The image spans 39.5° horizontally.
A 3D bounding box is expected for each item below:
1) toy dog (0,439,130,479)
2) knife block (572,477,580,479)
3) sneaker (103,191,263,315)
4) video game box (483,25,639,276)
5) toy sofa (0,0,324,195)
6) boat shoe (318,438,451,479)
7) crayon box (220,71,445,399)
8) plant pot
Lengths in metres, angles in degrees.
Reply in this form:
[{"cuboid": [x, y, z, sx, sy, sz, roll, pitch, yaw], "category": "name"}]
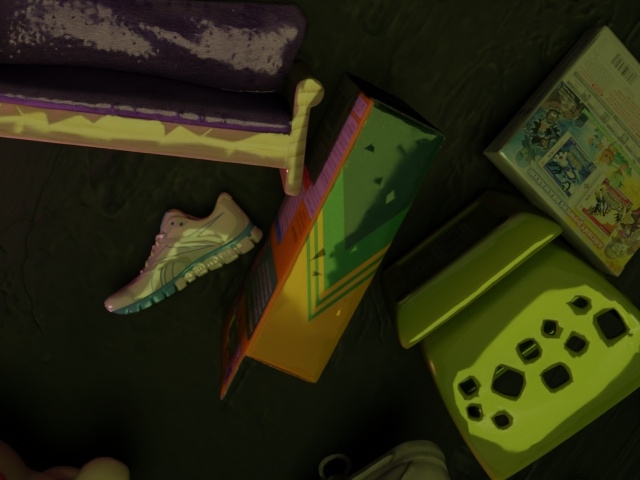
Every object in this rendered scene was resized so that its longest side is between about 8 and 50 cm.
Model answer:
[{"cuboid": [-0.340, 0.367, 0.995, 0.395, 0.284, 0.408, -23, 115, 40], "category": "toy dog"}, {"cuboid": [0.407, 0.464, 1.169, 0.242, 0.088, 0.276, 9, 106, -9], "category": "knife block"}, {"cuboid": [-0.163, 0.012, 0.986, 0.190, 0.071, 0.083, -32, 101, -4], "category": "sneaker"}, {"cuboid": [0.310, -0.096, 0.984, 0.205, 0.048, 0.187, 43, 81, -16], "category": "video game box"}, {"cuboid": [-0.184, -0.161, 0.881, 0.362, 0.150, 0.177, 6, 108, -8], "category": "toy sofa"}, {"cuboid": [0.027, 0.336, 1.071, 0.136, 0.156, 0.367, 24, 132, -17], "category": "boat shoe"}, {"cuboid": [0.000, 0.000, 0.922, 0.083, 0.203, 0.323, 25, 104, -13], "category": "crayon box"}, {"cuboid": [0.197, 0.078, 0.961, 0.227, 0.228, 0.207, -38, 100, 7], "category": "plant pot"}]
